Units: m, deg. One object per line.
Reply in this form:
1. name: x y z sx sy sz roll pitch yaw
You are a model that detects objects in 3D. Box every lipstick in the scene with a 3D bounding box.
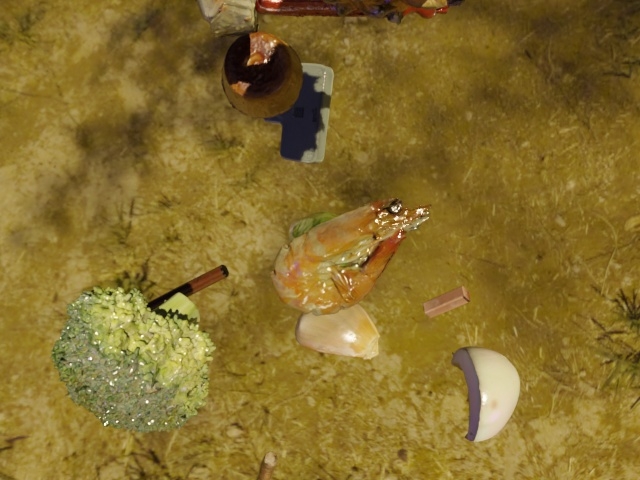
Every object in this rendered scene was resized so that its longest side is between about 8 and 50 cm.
1. lipstick: -0.518 0.191 1.961 0.356 0.057 0.057 -27 57 12
2. lipstick: 0.400 0.197 1.597 0.145 0.045 0.045 -31 41 30

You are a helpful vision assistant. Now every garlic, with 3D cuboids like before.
1. garlic: 0.024 0.208 1.149 0.145 0.164 0.245 -50 18 -25

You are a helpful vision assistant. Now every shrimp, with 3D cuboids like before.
1. shrimp: 0.053 0.024 0.810 0.294 0.154 0.062 -31 14 20

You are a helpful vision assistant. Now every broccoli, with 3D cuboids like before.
1. broccoli: -0.307 0.210 0.872 0.259 0.288 0.235 -21 53 -31

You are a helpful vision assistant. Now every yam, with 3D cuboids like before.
1. yam: -0.182 0.766 1.662 0.056 0.241 0.057 10 43 -10

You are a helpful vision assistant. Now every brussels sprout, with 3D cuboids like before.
1. brussels sprout: 0.000 0.000 1.870 0.271 0.210 0.220 14 103 26

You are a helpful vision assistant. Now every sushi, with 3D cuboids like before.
1. sushi: -0.158 -0.405 0.894 0.134 0.273 0.109 -20 99 -13

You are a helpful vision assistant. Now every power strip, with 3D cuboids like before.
1. power strip: -0.068 -0.354 1.397 0.193 0.059 0.265 13 103 26

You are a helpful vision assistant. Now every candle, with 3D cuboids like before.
1. candle: 0.058 -0.388 0.814 0.329 0.051 0.048 -7 60 -14

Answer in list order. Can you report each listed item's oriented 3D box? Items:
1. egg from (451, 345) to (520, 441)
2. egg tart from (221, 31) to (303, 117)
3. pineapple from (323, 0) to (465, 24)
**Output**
1. egg: 0.490 0.422 1.440 0.161 0.206 0.271 1 43 -5
2. egg tart: -0.140 -0.390 1.151 0.202 0.147 0.203 0 95 0
3. pineapple: 0.157 -0.306 0.492 0.344 0.209 0.286 -50 52 12
